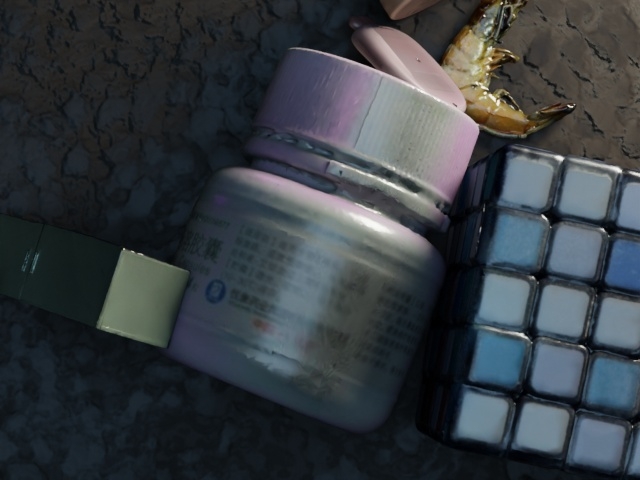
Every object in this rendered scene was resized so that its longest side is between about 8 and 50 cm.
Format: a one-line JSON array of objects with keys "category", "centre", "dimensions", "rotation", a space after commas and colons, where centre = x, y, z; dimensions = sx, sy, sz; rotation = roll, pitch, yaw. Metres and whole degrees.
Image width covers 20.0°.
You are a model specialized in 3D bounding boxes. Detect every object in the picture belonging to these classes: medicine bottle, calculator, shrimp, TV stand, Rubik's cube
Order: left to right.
[{"category": "TV stand", "centre": [-0.246, 0.032, 1.744], "dimensions": [0.088, 0.269, 0.083], "rotation": [19, 85, -42]}, {"category": "medicine bottle", "centre": [0.000, 0.000, 1.764], "dimensions": [0.256, 0.256, 0.325], "rotation": [22, 88, -3]}, {"category": "calculator", "centre": [0.086, -0.181, 1.849], "dimensions": [0.166, 0.103, 0.024], "rotation": [48, 117, 28]}, {"category": "shrimp", "centre": [0.218, -0.197, 1.895], "dimensions": [0.148, 0.035, 0.195], "rotation": [34, 93, 1]}, {"category": "Rubik's cube", "centre": [0.264, 0.080, 1.762], "dimensions": [0.293, 0.287, 0.292], "rotation": [9, 88, -3]}]

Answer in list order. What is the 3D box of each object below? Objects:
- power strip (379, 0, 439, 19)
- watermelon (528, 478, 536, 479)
[{"category": "power strip", "centre": [0.116, -0.290, 1.838], "dimensions": [0.154, 0.154, 0.078], "rotation": [-31, 87, -4]}, {"category": "watermelon", "centre": [0.264, 0.329, 1.851], "dimensions": [0.121, 0.098, 0.158], "rotation": [7, 83, -4]}]
